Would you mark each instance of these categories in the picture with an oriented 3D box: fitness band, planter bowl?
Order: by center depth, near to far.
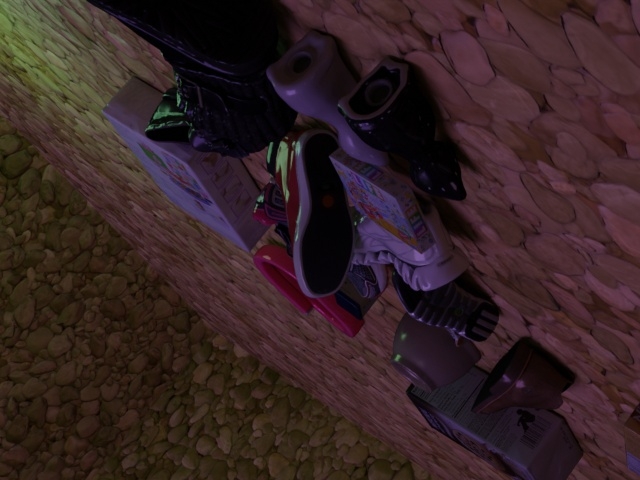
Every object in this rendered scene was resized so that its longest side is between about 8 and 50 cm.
[{"bbox_3d":[0.194,0.206,2.182,0.162,0.109,0.162,38,168,10],"label":"planter bowl"},{"bbox_3d":[-0.027,0.110,2.611,0.291,0.054,0.209,44,166,-25],"label":"fitness band"}]

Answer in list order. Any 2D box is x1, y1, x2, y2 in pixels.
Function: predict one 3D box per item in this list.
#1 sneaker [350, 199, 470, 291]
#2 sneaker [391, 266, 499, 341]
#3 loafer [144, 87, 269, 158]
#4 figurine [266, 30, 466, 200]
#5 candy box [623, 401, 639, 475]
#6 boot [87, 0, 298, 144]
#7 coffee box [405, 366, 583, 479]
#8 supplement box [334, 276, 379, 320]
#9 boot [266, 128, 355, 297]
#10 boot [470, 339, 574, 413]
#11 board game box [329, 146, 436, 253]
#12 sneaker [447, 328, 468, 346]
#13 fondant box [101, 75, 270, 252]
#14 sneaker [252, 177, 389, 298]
[{"bbox_3d":[0.099,-0.022,1.720,0.292,0.110,0.118,19,139,57],"label":"sneaker"},{"bbox_3d":[0.161,0.079,1.837,0.228,0.086,0.132,33,180,-38],"label":"sneaker"},{"bbox_3d":[-0.188,-0.175,1.975,0.302,0.095,0.109,23,160,52],"label":"loafer"},{"bbox_3d":[0.062,-0.137,1.435,0.215,0.092,0.209,29,168,42],"label":"figurine"},{"bbox_3d":[0.450,0.244,1.577,0.053,0.109,0.187,33,167,27],"label":"candy box"},{"bbox_3d":[-0.186,-0.272,1.556,0.348,0.131,0.260,39,170,13],"label":"boot"},{"bbox_3d":[0.325,0.343,2.258,0.297,0.119,0.168,29,164,39],"label":"coffee box"},{"bbox_3d":[0.073,0.087,2.166,0.056,0.083,0.083,36,167,16],"label":"supplement box"},{"bbox_3d":[-0.025,-0.043,1.770,0.176,0.088,0.244,-168,74,-66],"label":"boot"},{"bbox_3d":[0.329,0.253,1.988,0.115,0.112,0.305,28,165,3],"label":"boot"},{"bbox_3d":[0.080,-0.055,1.567,0.154,0.026,0.103,37,161,49],"label":"board game box"},{"bbox_3d":[0.235,0.152,2.072,0.037,0.032,0.083,48,169,34],"label":"sneaker"},{"bbox_3d":[-0.241,-0.139,2.261,0.238,0.096,0.330,32,166,30],"label":"fondant box"},{"bbox_3d":[0.000,0.000,2.014,0.299,0.112,0.121,46,166,-29],"label":"sneaker"}]
